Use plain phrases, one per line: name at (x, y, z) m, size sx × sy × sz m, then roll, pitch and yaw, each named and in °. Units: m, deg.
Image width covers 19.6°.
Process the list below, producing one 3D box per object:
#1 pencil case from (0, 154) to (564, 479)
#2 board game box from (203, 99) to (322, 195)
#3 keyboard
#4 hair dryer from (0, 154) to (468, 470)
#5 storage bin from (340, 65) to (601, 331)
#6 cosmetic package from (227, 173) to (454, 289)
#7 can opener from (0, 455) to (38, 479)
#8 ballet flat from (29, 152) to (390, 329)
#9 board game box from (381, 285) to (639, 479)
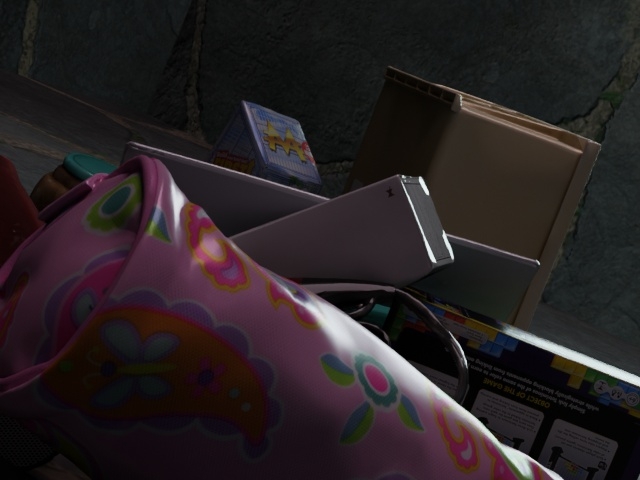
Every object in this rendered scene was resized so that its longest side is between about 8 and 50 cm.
pencil case at (-0.009, 0.086, 0.780) m, size 0.284 × 0.124 × 0.124 m, roll 38°, pitch -2°, yaw -26°
board game box at (-0.045, 0.010, 1.313) m, size 0.060 × 0.194 × 0.194 m, roll 18°, pitch 7°, yaw -42°
keyboard at (0.000, 0.000, 1.112) m, size 0.256 × 0.072 × 0.014 m, roll 16°, pitch 44°, yaw -8°
hair dryer at (-0.094, 0.052, 0.947) m, size 0.293 × 0.080 × 0.223 m, roll 35°, pitch 41°, yaw 19°
storage bin at (0.086, 0.007, 1.526) m, size 0.123 × 0.262 × 0.260 m, roll 19°, pitch 6°, yaw -14°
cosmetic package at (-0.049, 0.032, 1.047) m, size 0.239 × 0.060 × 0.099 m, roll -21°, pitch -5°, yaw 11°
can opener at (-0.057, 0.124, 0.678) m, size 0.283 × 0.095 × 0.076 m, roll 27°, pitch 6°, yaw 32°
ballet flat at (-0.040, 0.062, 1.192) m, size 0.342 × 0.124 × 0.116 m, roll 23°, pitch 11°, yaw 2°
board game box at (0.099, 0.122, 1.088) m, size 0.170 × 0.141 × 0.048 m, roll 22°, pitch 7°, yaw -3°
